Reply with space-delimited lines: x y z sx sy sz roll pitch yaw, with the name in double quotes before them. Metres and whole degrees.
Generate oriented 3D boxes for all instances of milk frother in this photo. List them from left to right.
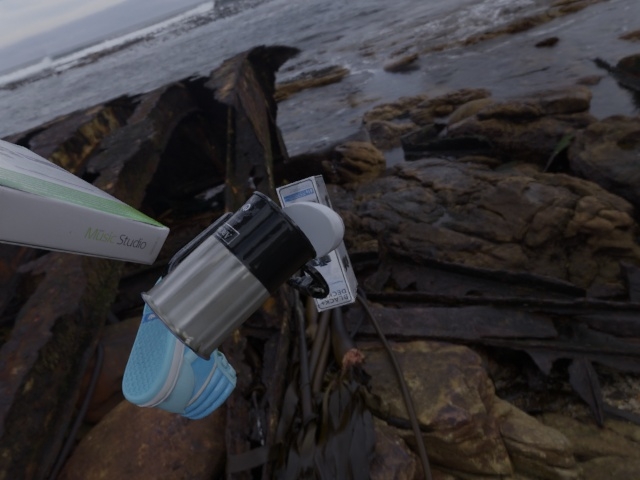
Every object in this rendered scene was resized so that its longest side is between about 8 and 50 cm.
"milk frother" -0.068 0.049 0.435 0.135 0.143 0.129 -44 19 -11

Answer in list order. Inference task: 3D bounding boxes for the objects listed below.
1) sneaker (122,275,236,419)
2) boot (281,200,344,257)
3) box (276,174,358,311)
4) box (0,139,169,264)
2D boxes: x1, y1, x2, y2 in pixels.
"sneaker" -0.240 0.190 0.885 0.127 0.208 0.318 -13 47 28
"boot" -0.015 -0.026 0.776 0.124 0.095 0.258 -21 10 -34
"box" 0.000 0.000 1.044 0.087 0.289 0.169 -18 8 9
"box" -0.369 -0.072 0.522 0.322 0.232 0.058 25 91 24
